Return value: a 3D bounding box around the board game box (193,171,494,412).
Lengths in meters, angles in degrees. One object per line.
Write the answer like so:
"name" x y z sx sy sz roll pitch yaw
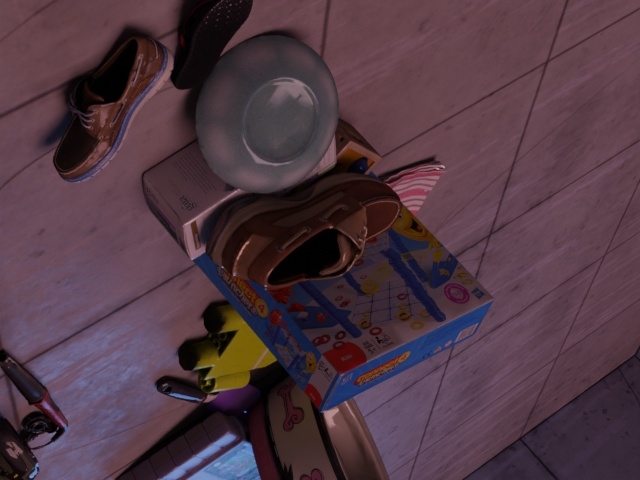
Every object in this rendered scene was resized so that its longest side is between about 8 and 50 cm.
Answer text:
"board game box" 0.033 0.054 1.874 0.308 0.302 0.086 -23 149 -38

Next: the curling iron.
"curling iron" -0.400 0.222 1.832 0.068 0.035 0.274 -34 155 -17

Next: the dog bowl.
"dog bowl" 0.009 0.420 2.377 0.150 0.408 0.408 -23 158 8

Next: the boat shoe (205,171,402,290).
"boat shoe" 0.000 0.000 1.714 0.324 0.116 0.123 -18 139 -44

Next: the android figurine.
"android figurine" -0.101 0.145 2.133 0.273 0.056 0.248 -2 135 -53

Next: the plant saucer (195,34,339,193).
"plant saucer" -0.054 -0.147 1.599 0.195 0.037 0.195 -9 109 -28

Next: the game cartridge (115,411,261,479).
"game cartridge" -0.197 0.416 2.403 0.230 0.068 0.355 -31 157 6

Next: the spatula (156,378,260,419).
"spatula" -0.189 0.257 2.215 0.084 0.030 0.296 -42 156 10

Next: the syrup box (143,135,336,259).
"syrup box" -0.100 -0.089 1.688 0.237 0.093 0.096 -35 156 -16

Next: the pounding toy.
"pounding toy" 0.002 -0.094 1.824 0.130 0.100 0.141 -47 155 11

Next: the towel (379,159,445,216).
"towel" 0.116 -0.044 2.170 0.144 0.029 0.197 -20 148 -39

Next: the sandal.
"sandal" -0.130 -0.232 1.481 0.067 0.040 0.179 -17 161 -33

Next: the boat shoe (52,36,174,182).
"boat shoe" -0.237 -0.146 1.433 0.183 0.066 0.066 -55 150 5

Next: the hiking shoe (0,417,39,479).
"hiking shoe" -0.462 0.335 1.865 0.114 0.086 0.227 -32 155 -29
